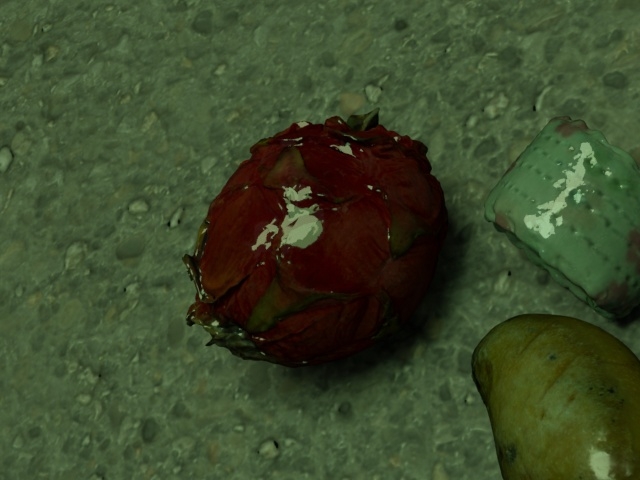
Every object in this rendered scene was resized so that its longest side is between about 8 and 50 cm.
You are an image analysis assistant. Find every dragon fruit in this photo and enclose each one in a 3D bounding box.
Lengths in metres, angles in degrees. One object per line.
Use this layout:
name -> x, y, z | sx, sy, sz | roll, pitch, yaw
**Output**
dragon fruit -> 0.000, 0.000, 1.692 | 0.277, 0.277, 0.343 | 14, 69, 41

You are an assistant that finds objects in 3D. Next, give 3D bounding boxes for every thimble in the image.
thimble -> 0.292, -0.022, 1.561 | 0.211, 0.185, 0.149 | 41, 90, 10

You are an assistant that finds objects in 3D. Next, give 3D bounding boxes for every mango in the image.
mango -> 0.261, 0.185, 1.461 | 0.176, 0.176, 0.329 | -14, 31, 1
